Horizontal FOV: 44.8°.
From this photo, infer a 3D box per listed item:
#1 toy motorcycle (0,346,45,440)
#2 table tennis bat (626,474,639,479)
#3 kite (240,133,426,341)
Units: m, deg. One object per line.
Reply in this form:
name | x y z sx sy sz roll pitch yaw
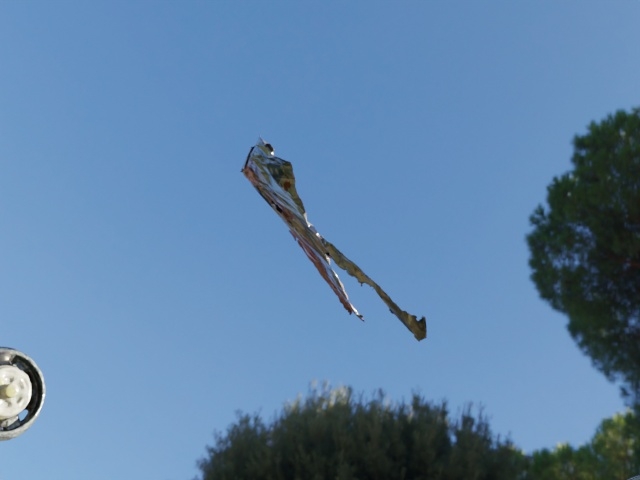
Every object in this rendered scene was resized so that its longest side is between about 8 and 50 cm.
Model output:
toy motorcycle | -0.425 0.163 0.698 0.107 0.340 0.223 -19 -73 43
table tennis bat | 0.205 0.249 0.417 0.022 0.247 0.138 20 -42 -22
kite | 0.000 0.000 0.362 0.156 0.011 0.139 42 -12 46
